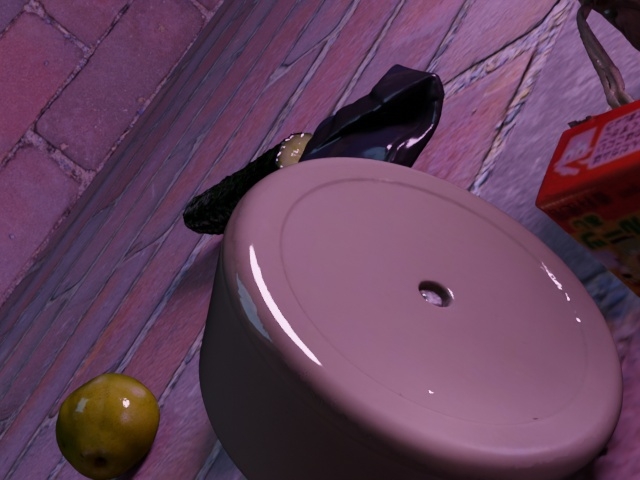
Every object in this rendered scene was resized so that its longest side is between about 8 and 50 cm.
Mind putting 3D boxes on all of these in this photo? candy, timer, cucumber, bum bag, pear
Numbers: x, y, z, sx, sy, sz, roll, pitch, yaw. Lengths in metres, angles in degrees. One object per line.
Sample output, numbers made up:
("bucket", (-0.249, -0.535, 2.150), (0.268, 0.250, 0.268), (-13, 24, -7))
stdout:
("candy", (0.135, 0.004, 0.371), (0.062, 0.122, 0.038), (-24, 30, 56))
("timer", (-0.003, 0.115, 0.524), (0.175, 0.175, 0.266), (-75, 10, -54))
("cucumber", (-0.074, -0.043, 1.141), (0.067, 0.067, 0.293), (-58, 16, -24))
("bum bag", (0.000, 0.000, 0.826), (0.137, 0.074, 0.310), (-3, 54, 53))
("pear", (-0.184, 0.156, 0.965), (0.092, 0.092, 0.097), (-46, 18, 17))

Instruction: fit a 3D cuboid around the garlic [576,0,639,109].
("garlic", (0.164, -0.174, 0.501), (0.207, 0.207, 0.256), (-33, 8, 47))
